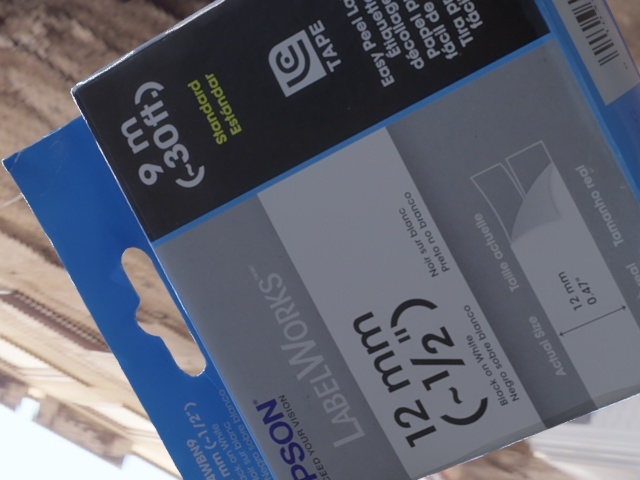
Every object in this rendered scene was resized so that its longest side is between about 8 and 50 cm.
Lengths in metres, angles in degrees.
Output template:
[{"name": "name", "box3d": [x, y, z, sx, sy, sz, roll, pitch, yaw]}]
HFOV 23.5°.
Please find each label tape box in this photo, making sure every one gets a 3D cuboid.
[{"name": "label tape box", "box3d": [0.000, 0.000, 0.775, 0.249, 0.347, 0.115, 62, -156, -3]}]
